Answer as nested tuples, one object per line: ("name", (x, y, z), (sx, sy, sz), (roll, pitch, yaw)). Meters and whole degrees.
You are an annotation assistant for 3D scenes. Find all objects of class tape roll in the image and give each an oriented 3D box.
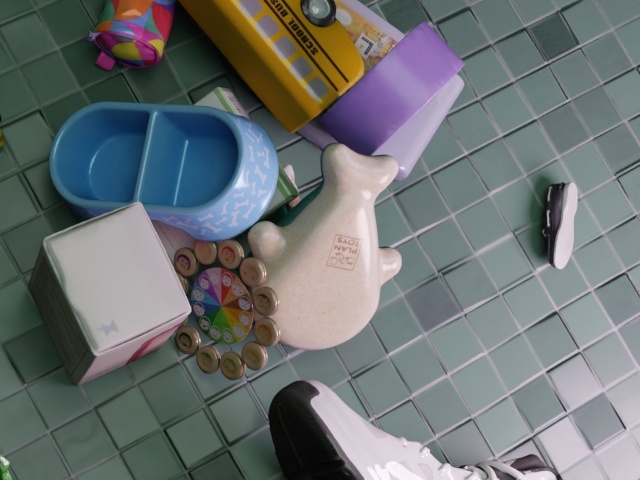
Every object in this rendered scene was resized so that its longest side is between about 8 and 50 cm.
("tape roll", (0.091, -0.189, 1.939), (0.080, 0.189, 0.189), (46, 68, -3))

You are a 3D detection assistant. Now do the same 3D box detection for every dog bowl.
("dog bowl", (-0.202, -0.093, 1.864), (0.297, 0.074, 0.165), (5, 76, 22))

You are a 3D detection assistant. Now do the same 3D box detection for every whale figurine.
("whale figurine", (0.000, 0.000, 1.907), (0.216, 0.141, 0.272), (10, 109, -26))

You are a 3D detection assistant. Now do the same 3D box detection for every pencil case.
("pencil case", (-0.233, -0.341, 1.995), (0.104, 0.104, 0.236), (19, 70, -10))

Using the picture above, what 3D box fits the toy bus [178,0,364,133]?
("toy bus", (-0.089, -0.309, 1.942), (0.130, 0.108, 0.332), (-43, 97, -25))

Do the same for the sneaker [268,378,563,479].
("sneaker", (0.141, 0.311, 1.911), (0.257, 0.169, 0.447), (-41, 97, -30))

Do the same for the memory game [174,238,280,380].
("memory game", (-0.125, 0.084, 1.875), (0.012, 0.186, 0.186), (-18, 79, -53))

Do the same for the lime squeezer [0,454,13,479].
("lime squeezer", (-0.418, 0.278, 1.775), (0.110, 0.059, 0.310), (-21, 104, -22))

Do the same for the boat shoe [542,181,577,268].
("boat shoe", (0.327, -0.021, 2.100), (0.046, 0.038, 0.125), (25, 70, -53))

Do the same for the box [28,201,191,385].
("box", (-0.255, 0.067, 1.802), (0.127, 0.232, 0.148), (-24, 83, -20))

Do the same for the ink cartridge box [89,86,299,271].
("ink cartridge box", (-0.171, -0.062, 1.942), (0.235, 0.056, 0.171), (-35, 86, 11))

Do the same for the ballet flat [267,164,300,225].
("ballet flat", (-0.075, -0.095, 1.990), (0.067, 0.073, 0.206), (-38, 91, -32))

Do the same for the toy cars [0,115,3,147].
("toy cars", (-0.485, -0.088, 1.857), (0.177, 0.087, 0.393), (10, 73, -13))

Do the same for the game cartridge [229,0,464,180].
("game cartridge", (0.031, -0.223, 2.058), (0.297, 0.062, 0.198), (35, 65, -7))
